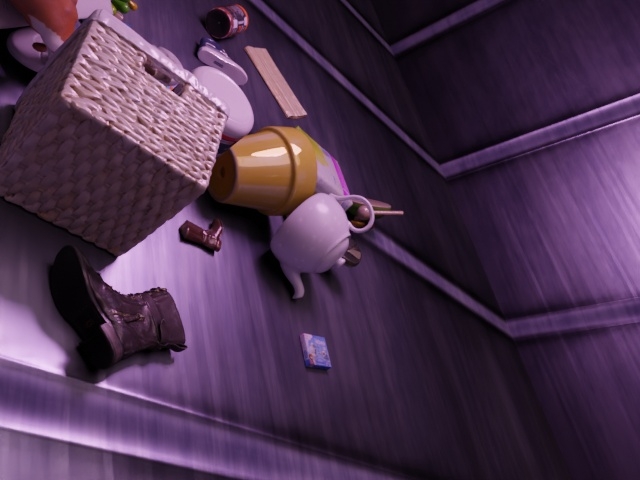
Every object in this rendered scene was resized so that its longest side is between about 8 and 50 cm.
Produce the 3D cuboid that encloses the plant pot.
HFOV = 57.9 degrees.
[{"bbox_3d":[-0.178,-0.190,1.595,0.239,0.254,0.253,-6,66,-41],"label":"plant pot"}]

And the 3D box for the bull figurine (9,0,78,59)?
[{"bbox_3d":[-0.549,-0.493,1.138,0.310,0.101,0.188,65,32,-65],"label":"bull figurine"}]

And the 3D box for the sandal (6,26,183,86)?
[{"bbox_3d":[-0.523,-0.406,1.388,0.417,0.102,0.169,-5,56,-41],"label":"sandal"}]

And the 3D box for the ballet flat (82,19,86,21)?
[{"bbox_3d":[-0.628,-0.618,1.510,0.114,0.041,0.041,57,29,-4],"label":"ballet flat"}]

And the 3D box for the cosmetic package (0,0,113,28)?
[{"bbox_3d":[-0.637,-0.570,1.254,0.365,0.155,0.196,-53,143,-61],"label":"cosmetic package"}]

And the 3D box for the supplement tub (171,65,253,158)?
[{"bbox_3d":[-0.315,-0.272,1.407,0.191,0.272,0.191,37,36,-33],"label":"supplement tub"}]

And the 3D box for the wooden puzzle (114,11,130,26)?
[{"bbox_3d":[-0.588,-0.626,1.602,0.116,0.014,0.078,44,36,-22],"label":"wooden puzzle"}]

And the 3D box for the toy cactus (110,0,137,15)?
[{"bbox_3d":[-0.578,-0.664,1.509,0.181,0.112,0.219,32,15,-10],"label":"toy cactus"}]

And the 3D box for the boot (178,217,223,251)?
[{"bbox_3d":[-0.300,-0.032,1.449,0.114,0.037,0.106,26,40,-37],"label":"boot"}]

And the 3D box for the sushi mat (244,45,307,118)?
[{"bbox_3d":[-0.167,-0.604,2.215,0.316,0.019,0.151,58,28,1],"label":"sushi mat"}]

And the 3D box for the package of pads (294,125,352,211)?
[{"bbox_3d":[-0.019,-0.235,1.949,0.229,0.101,0.296,37,22,-35],"label":"package of pads"}]

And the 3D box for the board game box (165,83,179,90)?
[{"bbox_3d":[-0.370,-0.383,1.662,0.210,0.047,0.160,28,41,-43],"label":"board game box"}]

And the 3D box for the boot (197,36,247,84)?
[{"bbox_3d":[-0.320,-0.600,1.923,0.190,0.069,0.086,31,41,-36],"label":"boot"}]

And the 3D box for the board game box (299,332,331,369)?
[{"bbox_3d":[-0.013,0.303,1.574,0.090,0.020,0.090,21,44,-47],"label":"board game box"}]

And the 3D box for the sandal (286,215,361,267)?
[{"bbox_3d":[-0.005,-0.015,1.817,0.303,0.086,0.120,44,48,7],"label":"sandal"}]

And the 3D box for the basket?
[{"bbox_3d":[-0.407,-0.194,1.138,0.328,0.331,0.266,34,39,-35],"label":"basket"}]

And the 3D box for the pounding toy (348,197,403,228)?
[{"bbox_3d":[0.172,-0.087,2.128,0.183,0.110,0.237,6,12,-20],"label":"pounding toy"}]

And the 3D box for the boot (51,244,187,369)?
[{"bbox_3d":[-0.384,0.123,1.136,0.262,0.091,0.229,65,24,5],"label":"boot"}]

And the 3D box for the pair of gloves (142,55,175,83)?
[{"bbox_3d":[-0.435,-0.375,1.309,0.204,0.042,0.240,11,43,-20],"label":"pair of gloves"}]

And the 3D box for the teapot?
[{"bbox_3d":[0.000,0.000,1.629,0.187,0.256,0.252,43,47,10],"label":"teapot"}]

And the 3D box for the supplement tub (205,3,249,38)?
[{"bbox_3d":[-0.322,-0.785,2.062,0.106,0.106,0.198,52,30,-10],"label":"supplement tub"}]
